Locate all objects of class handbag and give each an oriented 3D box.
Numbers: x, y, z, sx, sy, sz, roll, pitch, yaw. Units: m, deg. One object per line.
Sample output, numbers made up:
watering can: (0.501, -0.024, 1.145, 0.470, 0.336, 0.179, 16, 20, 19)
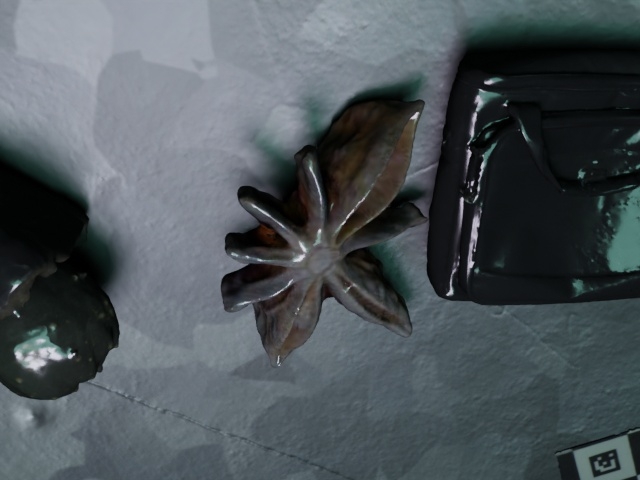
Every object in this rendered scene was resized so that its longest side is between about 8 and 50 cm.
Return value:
handbag: (0.237, -0.052, 0.963, 0.275, 0.088, 0.244, 0, 116, -11)

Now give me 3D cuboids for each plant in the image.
plant: (-0.280, 0.023, 0.921, 0.142, 0.164, 0.256, -39, 104, 15)

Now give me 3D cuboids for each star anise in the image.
star anise: (-0.001, 0.004, 0.970, 0.199, 0.110, 0.257, -13, 127, -16)

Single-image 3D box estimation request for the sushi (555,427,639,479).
sushi: (0.477, 0.330, 1.215, 0.359, 0.064, 0.343, -18, 119, 4)
